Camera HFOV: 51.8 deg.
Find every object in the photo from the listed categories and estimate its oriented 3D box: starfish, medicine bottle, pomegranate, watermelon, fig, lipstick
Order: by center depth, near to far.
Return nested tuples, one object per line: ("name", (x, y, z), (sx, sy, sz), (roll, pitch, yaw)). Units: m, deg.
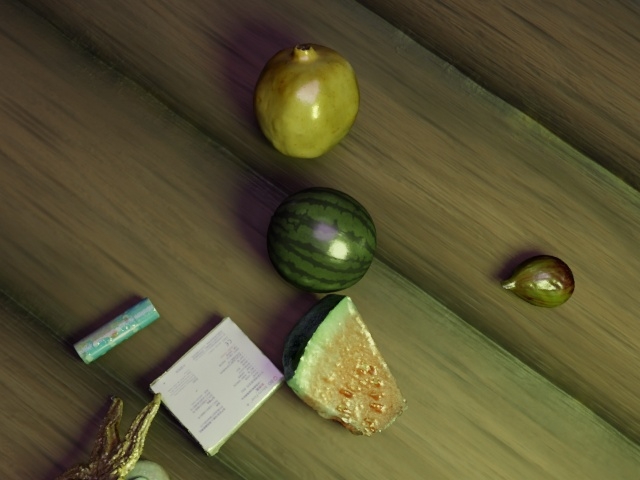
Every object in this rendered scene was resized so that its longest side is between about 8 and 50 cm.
("starfish", (-0.375, 0.387, 1.109), (0.060, 0.299, 0.302), (51, 48, -26))
("medicine bottle", (-0.189, 0.268, 1.228), (0.171, 0.052, 0.201), (44, 71, 8))
("watermelon", (0.048, 0.251, 1.228), (0.256, 0.140, 0.193), (47, 72, -12))
("lipstick", (-0.382, 0.169, 1.240), (0.158, 0.048, 0.048), (-34, 78, -16))
("watermelon", (0.000, 0.000, 1.260), (0.212, 0.212, 0.212), (2, 71, -6))
("fig", (0.436, 0.087, 1.337), (0.155, 0.103, 0.109), (-11, 51, -19))
("pomegranate", (-0.030, -0.286, 1.353), (0.233, 0.233, 0.233), (2, 71, -6))

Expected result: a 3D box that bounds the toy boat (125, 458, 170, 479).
("toy boat", (-0.341, 0.484, 1.121), (0.155, 0.085, 0.227), (29, 71, 4))
